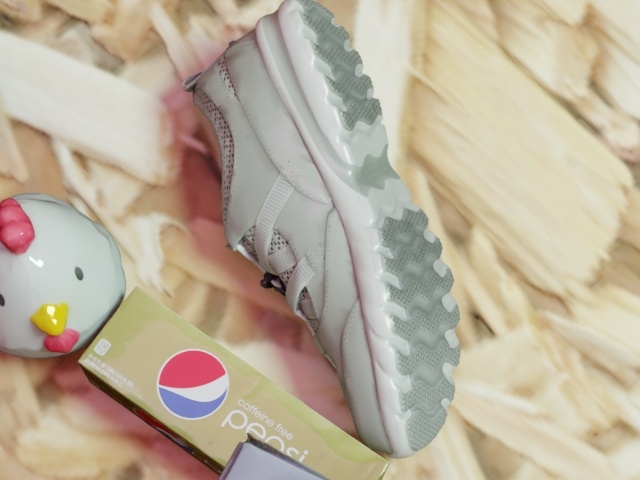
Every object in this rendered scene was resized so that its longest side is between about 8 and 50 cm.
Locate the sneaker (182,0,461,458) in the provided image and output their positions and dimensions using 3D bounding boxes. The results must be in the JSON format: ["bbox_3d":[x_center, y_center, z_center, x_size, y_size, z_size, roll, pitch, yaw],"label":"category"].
[{"bbox_3d":[0.000,0.000,0.803,0.115,0.105,0.281,-23,77,26],"label":"sneaker"}]

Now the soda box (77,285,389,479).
[{"bbox_3d":[-0.050,0.106,0.768,0.181,0.061,0.058,34,74,8],"label":"soda box"}]

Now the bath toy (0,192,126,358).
[{"bbox_3d":[-0.274,0.074,0.737,0.348,0.129,0.151,-25,75,-10],"label":"bath toy"}]

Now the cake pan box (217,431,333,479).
[{"bbox_3d":[-0.037,0.251,0.624,0.070,0.267,0.246,23,69,25],"label":"cake pan box"}]
